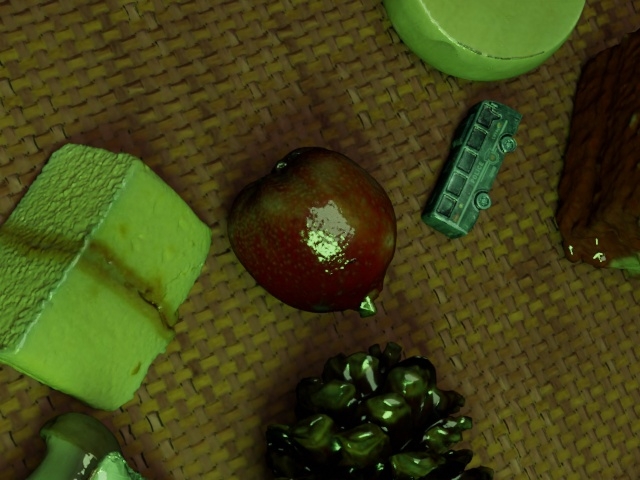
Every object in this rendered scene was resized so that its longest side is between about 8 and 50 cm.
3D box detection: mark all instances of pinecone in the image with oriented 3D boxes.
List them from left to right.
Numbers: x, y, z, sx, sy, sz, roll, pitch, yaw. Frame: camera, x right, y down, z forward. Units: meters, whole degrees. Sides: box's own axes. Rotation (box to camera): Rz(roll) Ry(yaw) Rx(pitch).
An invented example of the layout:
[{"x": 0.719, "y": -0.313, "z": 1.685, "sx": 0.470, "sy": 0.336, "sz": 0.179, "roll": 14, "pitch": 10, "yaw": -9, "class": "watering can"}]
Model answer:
[{"x": 0.048, "y": 0.236, "z": 1.145, "sx": 0.243, "sy": 0.243, "sz": 0.257, "roll": -12, "pitch": 58, "yaw": -21, "class": "pinecone"}]

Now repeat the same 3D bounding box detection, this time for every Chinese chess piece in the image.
[{"x": 0.187, "y": -0.309, "z": 1.324, "sx": 0.250, "sy": 0.097, "sz": 0.251, "roll": 3, "pitch": 82, "yaw": -19, "class": "Chinese chess piece"}]

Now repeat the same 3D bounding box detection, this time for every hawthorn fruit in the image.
[{"x": 0.000, "y": 0.000, "z": 1.189, "sx": 0.169, "sy": 0.169, "sz": 0.188, "roll": -34, "pitch": 100, "yaw": -21, "class": "hawthorn fruit"}]

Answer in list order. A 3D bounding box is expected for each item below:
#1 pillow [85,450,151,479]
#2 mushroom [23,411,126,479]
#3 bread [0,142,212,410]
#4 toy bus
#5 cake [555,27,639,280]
[{"x": -0.185, "y": 0.277, "z": 1.060, "sx": 0.051, "sy": 0.229, "sz": 0.128, "roll": 21, "pitch": 72, "yaw": 18, "class": "pillow"}, {"x": -0.296, "y": 0.302, "z": 1.042, "sx": 0.122, "sy": 0.159, "sz": 0.329, "roll": 35, "pitch": 68, "yaw": 6, "class": "mushroom"}, {"x": -0.234, "y": 0.046, "z": 1.161, "sx": 0.178, "sy": 0.135, "sz": 0.240, "roll": 47, "pitch": 66, "yaw": -45, "class": "bread"}, {"x": 0.175, "y": -0.084, "z": 1.320, "sx": 0.065, "sy": 0.047, "sz": 0.166, "roll": 28, "pitch": 75, "yaw": -11, "class": "toy bus"}, {"x": 0.476, "y": -0.081, "z": 1.312, "sx": 0.319, "sy": 0.269, "sz": 0.270, "roll": 18, "pitch": 77, "yaw": -17, "class": "cake"}]
